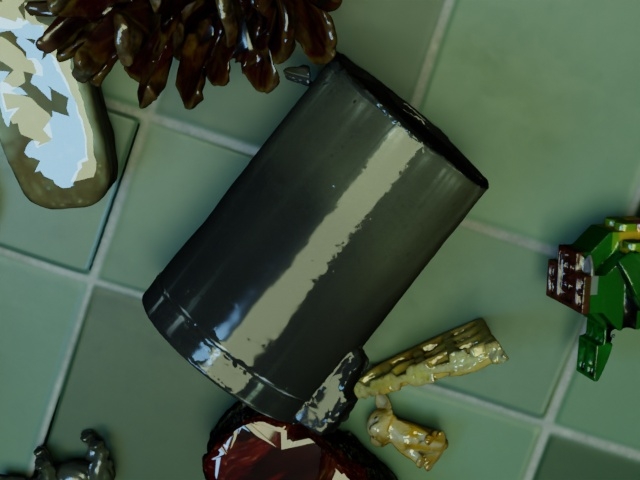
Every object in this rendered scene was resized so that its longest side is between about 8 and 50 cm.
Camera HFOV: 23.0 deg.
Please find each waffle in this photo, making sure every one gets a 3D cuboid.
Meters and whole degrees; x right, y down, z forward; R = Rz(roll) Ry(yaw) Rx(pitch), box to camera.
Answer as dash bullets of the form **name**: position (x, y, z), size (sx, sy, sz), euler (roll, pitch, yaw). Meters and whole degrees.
- **waffle**: position (0.091, 0.140, 1.585), size (0.191, 0.125, 0.032), euler (-26, 101, 2)

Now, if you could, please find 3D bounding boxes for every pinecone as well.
- **pinecone**: position (-0.112, -0.233, 1.411), size (0.309, 0.244, 0.244), euler (-26, 105, -24)

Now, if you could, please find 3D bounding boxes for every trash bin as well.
- **trash bin**: position (0.000, 0.000, 1.505), size (0.252, 0.203, 0.301), euler (40, 99, 16)

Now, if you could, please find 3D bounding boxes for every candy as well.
- **candy**: position (-0.264, -0.146, 1.508), size (0.102, 0.104, 0.234), euler (-12, 104, 0)

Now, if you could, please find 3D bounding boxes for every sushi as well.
- **sushi**: position (-0.012, 0.250, 1.611), size (0.225, 0.126, 0.136), euler (39, 101, -5)

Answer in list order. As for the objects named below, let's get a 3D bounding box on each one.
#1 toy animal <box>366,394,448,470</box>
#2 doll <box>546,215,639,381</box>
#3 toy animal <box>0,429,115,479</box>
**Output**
- **toy animal**: position (0.087, 0.198, 1.641), size (0.083, 0.081, 0.060), euler (28, 113, 28)
- **doll**: position (0.317, 0.035, 1.573), size (0.186, 0.106, 0.134), euler (-31, 109, -11)
- **toy animal**: position (-0.280, 0.248, 1.637), size (0.135, 0.047, 0.065), euler (-17, 112, -3)
